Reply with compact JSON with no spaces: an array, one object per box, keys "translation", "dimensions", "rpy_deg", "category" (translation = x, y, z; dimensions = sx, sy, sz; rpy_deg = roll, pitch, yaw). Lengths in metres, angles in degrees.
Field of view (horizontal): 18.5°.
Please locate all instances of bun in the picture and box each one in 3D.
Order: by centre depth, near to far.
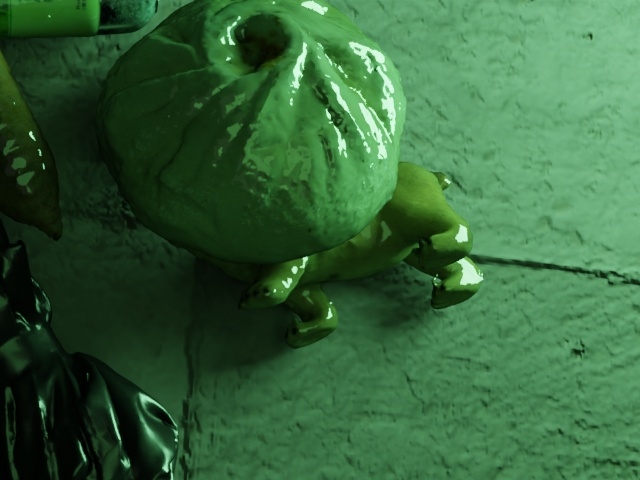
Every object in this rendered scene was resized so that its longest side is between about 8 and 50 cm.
[{"translation":[-0.037,-0.082,1.190],"dimensions":[0.195,0.118,0.195],"rpy_deg":[4,43,-3],"category":"bun"}]

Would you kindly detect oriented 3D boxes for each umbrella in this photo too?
[{"translation":[-0.194,0.048,1.168],"dimensions":[0.118,0.118,0.340],"rpy_deg":[-30,83,-21],"category":"umbrella"}]

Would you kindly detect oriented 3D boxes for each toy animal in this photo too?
[{"translation":[0.000,0.000,1.249],"dimensions":[0.218,0.103,0.101],"rpy_deg":[-15,67,-19],"category":"toy animal"}]

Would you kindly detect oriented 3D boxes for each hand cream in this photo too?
[{"translation":[-0.189,-0.163,1.223],"dimensions":[0.175,0.046,0.095],"rpy_deg":[-1,82,-16],"category":"hand cream"}]

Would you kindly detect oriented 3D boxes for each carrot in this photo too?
[{"translation":[-0.235,-0.149,1.162],"dimensions":[0.070,0.070,0.342],"rpy_deg":[-27,79,-21],"category":"carrot"}]
